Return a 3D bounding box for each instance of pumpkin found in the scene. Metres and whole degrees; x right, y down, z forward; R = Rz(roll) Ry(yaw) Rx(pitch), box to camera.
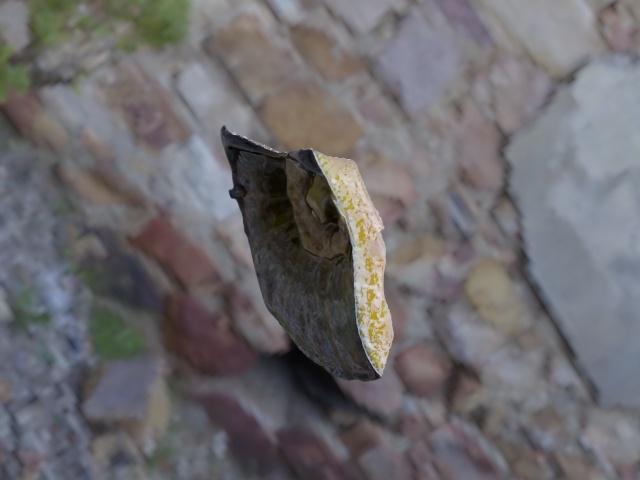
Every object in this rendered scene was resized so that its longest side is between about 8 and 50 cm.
[{"bbox_3d":[0.000,0.001,0.738,0.073,0.035,0.101,5,-67,55],"label":"pumpkin"}]
